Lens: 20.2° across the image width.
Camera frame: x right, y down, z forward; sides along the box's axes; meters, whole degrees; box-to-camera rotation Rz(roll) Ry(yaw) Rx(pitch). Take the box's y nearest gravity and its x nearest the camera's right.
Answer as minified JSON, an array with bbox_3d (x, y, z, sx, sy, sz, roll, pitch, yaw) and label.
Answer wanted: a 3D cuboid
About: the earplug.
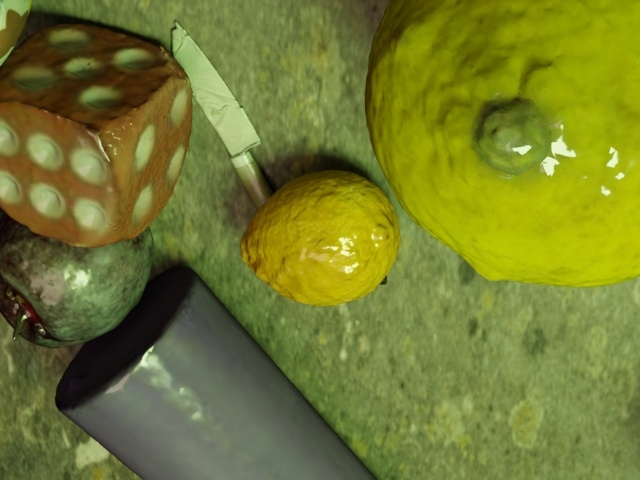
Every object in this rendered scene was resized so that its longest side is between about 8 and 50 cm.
[{"bbox_3d":[-0.074,0.255,2.057,0.215,0.215,0.456,-31,112,37],"label":"earplug"}]

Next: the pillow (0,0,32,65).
[{"bbox_3d":[-0.349,-0.234,1.807,0.086,0.214,0.233,22,133,-22],"label":"pillow"}]

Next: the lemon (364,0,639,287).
[{"bbox_3d":[0.211,-0.123,1.539,0.349,0.387,0.350,3,104,14],"label":"lemon"}]

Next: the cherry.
[{"bbox_3d":[-0.275,0.026,1.978,0.195,0.195,0.195,12,128,15],"label":"cherry"}]

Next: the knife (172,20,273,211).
[{"bbox_3d":[-0.085,-0.103,1.911,0.047,0.017,0.298,-17,112,32],"label":"knife"}]

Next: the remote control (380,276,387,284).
[{"bbox_3d":[0.028,0.032,1.962,0.091,0.016,0.034,9,123,17],"label":"remote control"}]

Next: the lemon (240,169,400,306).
[{"bbox_3d":[0.000,0.000,1.869,0.187,0.142,0.142,-10,120,32],"label":"lemon"}]

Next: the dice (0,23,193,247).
[{"bbox_3d":[-0.243,-0.106,1.867,0.175,0.179,0.174,17,132,12],"label":"dice"}]
